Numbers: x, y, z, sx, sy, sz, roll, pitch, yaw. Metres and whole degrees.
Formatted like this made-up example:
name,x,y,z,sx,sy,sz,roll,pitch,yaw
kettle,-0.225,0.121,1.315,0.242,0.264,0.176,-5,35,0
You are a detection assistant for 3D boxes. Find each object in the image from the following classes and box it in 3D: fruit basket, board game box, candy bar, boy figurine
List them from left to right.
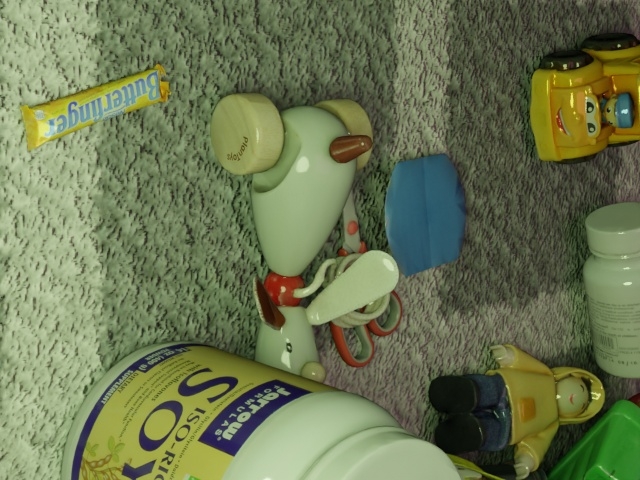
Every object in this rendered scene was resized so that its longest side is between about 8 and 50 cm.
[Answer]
name,x,y,z,sx,sy,sz,roll,pitch,yaw
candy bar,-0.205,-0.125,1.063,0.161,0.018,0.040,-26,115,-37
board game box,0.114,-0.033,1.375,0.169,0.033,0.133,-16,102,-50
boy figurine,0.268,0.225,1.524,0.285,0.092,0.177,2,78,-41
fruit basket,0.457,0.298,1.596,0.353,0.165,0.327,-30,158,-42

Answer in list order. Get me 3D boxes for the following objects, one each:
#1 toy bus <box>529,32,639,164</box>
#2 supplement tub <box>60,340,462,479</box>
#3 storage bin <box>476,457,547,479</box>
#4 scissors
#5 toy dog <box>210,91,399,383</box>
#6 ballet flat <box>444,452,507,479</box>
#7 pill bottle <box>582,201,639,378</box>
name,x,y,z,sx,sy,sz,roll,pitch,yaw
toy bus,0.413,-0.181,1.512,0.220,0.211,0.149,-24,115,-37
supplement tub,-0.057,0.237,1.056,0.241,0.331,0.241,-10,105,-42
storage bin,0.237,0.363,1.536,0.091,0.098,0.135,10,91,-34
scissors,0.030,0.006,1.311,0.109,0.021,0.297,-35,122,-32
toy dog,0.000,0.000,1.174,0.220,0.161,0.333,-30,116,-29
ballet flat,0.191,0.309,1.413,0.231,0.077,0.077,21,73,-29
pill bottle,0.443,0.069,1.642,0.131,0.131,0.229,-31,118,-36
